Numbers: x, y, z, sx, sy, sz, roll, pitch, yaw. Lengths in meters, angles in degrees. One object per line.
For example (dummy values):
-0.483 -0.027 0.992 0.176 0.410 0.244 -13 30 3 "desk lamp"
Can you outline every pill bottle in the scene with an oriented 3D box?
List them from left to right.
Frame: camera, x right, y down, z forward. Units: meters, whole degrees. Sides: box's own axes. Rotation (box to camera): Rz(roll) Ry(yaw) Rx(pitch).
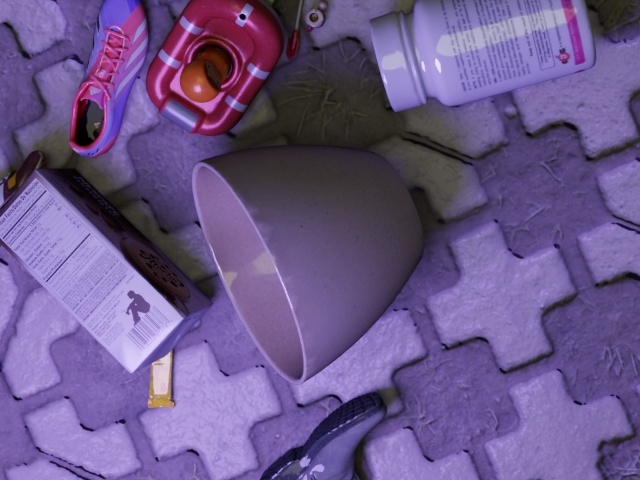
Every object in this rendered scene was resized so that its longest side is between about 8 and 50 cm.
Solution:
0.220 -0.276 1.793 0.283 0.160 0.160 -15 95 8 "pill bottle"

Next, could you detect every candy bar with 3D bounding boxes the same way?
-0.237 0.175 1.974 0.040 0.018 0.161 4 97 3 "candy bar"

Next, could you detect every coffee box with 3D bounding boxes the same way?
-0.314 0.037 1.879 0.297 0.168 0.119 44 99 5 "coffee box"

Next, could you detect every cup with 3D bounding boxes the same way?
0.000 0.000 1.803 0.237 0.331 0.331 -25 94 -17 "cup"

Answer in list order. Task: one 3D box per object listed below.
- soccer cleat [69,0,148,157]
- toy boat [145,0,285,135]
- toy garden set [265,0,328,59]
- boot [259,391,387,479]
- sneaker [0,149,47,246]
-0.308 -0.239 1.890 0.083 0.095 0.248 17 99 4 "soccer cleat"
-0.152 -0.239 1.818 0.151 0.151 0.231 32 118 -8 "toy boat"
-0.056 -0.380 1.867 0.204 0.049 0.244 24 99 3 "toy garden set"
0.040 0.348 1.945 0.246 0.083 0.161 -41 98 15 "boot"
-0.479 -0.066 1.945 0.084 0.069 0.185 33 99 -4 "sneaker"
